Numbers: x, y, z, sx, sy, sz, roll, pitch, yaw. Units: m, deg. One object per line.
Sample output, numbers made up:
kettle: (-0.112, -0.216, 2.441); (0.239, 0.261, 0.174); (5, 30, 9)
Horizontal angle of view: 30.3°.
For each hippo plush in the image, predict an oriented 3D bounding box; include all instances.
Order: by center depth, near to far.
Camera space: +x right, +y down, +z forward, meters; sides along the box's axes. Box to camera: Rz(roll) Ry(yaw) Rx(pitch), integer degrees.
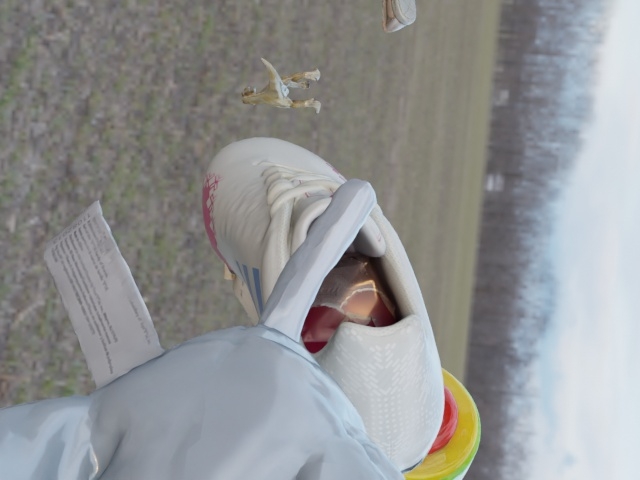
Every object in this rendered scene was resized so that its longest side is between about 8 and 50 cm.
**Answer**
hippo plush: (-0.060, 0.164, 0.388); (0.294, 0.234, 0.237); (-113, -159, -52)

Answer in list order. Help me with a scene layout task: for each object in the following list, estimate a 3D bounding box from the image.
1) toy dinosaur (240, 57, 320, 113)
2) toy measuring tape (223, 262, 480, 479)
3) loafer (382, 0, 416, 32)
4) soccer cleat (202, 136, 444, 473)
toy dinosaur: (-0.047, -0.174, 1.391); (0.183, 0.092, 0.053); (166, -82, -76)
toy measuring tape: (0.042, 0.115, 1.017); (0.330, 0.121, 0.121); (53, -11, 25)
loafer: (0.086, -0.301, 1.401); (0.045, 0.039, 0.125); (26, 50, -35)
soccer cleat: (0.000, 0.000, 0.759); (0.331, 0.116, 0.143); (-117, -160, -48)
